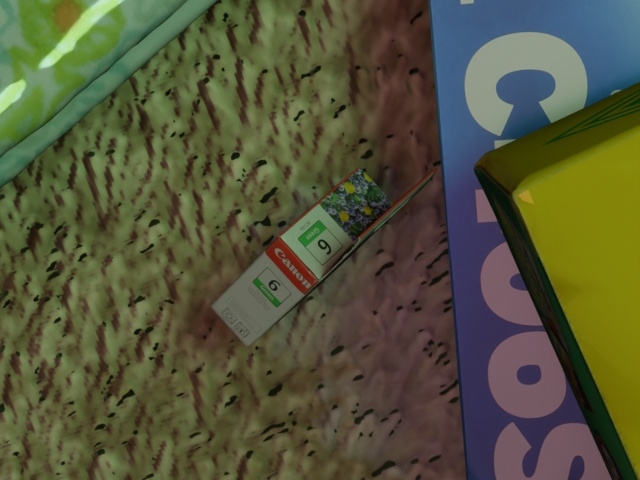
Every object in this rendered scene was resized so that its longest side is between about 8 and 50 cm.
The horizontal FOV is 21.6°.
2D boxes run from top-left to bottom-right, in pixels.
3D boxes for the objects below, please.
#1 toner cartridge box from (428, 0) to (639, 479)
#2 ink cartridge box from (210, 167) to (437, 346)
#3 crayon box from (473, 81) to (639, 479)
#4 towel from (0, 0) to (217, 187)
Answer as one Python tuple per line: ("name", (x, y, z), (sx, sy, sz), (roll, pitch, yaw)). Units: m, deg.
("toner cartridge box", (0.136, -0.047, 0.736), (0.165, 0.075, 0.348), (-4, 99, 11))
("ink cartridge box", (0.000, 0.000, 0.754), (0.029, 0.063, 0.115), (47, 141, 2))
("crayon box", (0.276, 0.070, 0.654), (0.313, 0.106, 0.363), (-26, 100, -2))
("towel", (-0.191, -0.187, 0.701), (0.374, 0.090, 0.320), (-43, 89, -12))
